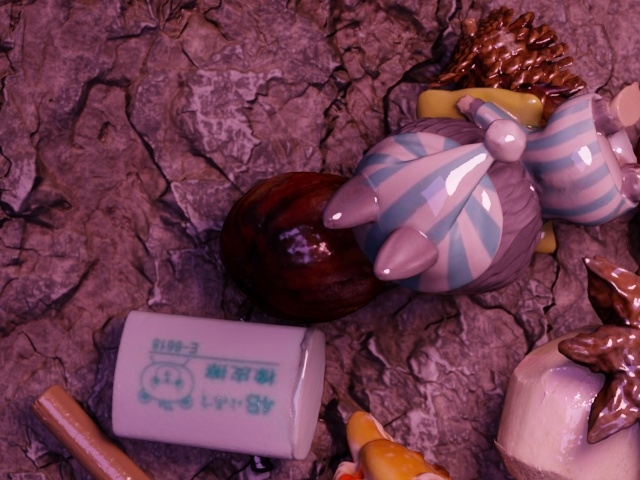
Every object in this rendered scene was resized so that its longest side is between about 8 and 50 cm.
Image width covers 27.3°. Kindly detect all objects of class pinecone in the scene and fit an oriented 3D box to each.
[{"bbox_3d":[0.266,-0.215,1.823,0.185,0.168,0.212,-45,81,2],"label":"pinecone"}]

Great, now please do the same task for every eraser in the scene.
[{"bbox_3d":[-0.145,0.204,1.884,0.290,0.104,0.189,4,87,18],"label":"eraser"}]

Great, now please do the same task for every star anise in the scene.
[{"bbox_3d":[0.433,0.147,1.645,0.315,0.108,0.315,5,74,-18],"label":"star anise"}]

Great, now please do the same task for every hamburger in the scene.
[{"bbox_3d":[0.110,0.381,1.788,0.186,0.261,0.303,-47,40,-2],"label":"hamburger"}]

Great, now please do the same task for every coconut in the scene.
[{"bbox_3d":[0.347,0.229,1.761,0.224,0.224,0.234,25,97,10],"label":"coconut"}]

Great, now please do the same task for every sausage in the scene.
[{"bbox_3d":[-0.307,0.332,1.937,0.066,0.066,0.301,-45,81,4],"label":"sausage"}]

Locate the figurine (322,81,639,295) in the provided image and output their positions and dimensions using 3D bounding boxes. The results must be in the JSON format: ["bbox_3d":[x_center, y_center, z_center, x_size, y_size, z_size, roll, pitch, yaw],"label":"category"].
[{"bbox_3d":[0.193,-0.023,1.621,0.361,0.377,0.266,-14,111,38],"label":"figurine"}]

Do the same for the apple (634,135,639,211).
[{"bbox_3d":[0.527,-0.085,1.736,0.242,0.241,0.242,0,86,6],"label":"apple"}]

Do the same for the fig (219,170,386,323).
[{"bbox_3d":[-0.008,0.008,1.832,0.263,0.224,0.224,-1,86,-5],"label":"fig"}]

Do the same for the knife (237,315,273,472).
[{"bbox_3d":[-0.095,0.223,1.932,0.060,0.028,0.230,-14,80,6],"label":"knife"}]
